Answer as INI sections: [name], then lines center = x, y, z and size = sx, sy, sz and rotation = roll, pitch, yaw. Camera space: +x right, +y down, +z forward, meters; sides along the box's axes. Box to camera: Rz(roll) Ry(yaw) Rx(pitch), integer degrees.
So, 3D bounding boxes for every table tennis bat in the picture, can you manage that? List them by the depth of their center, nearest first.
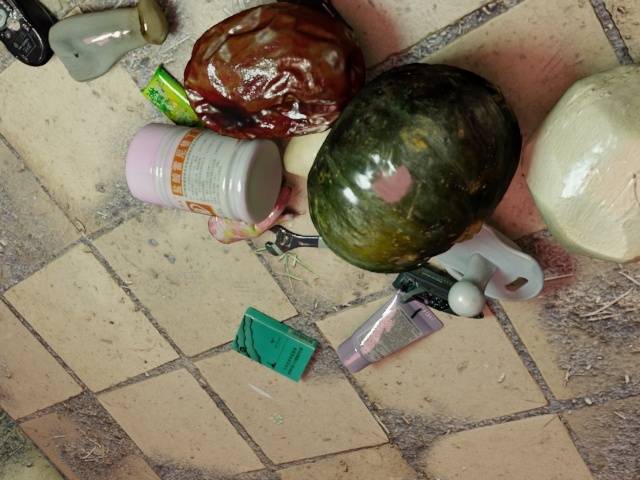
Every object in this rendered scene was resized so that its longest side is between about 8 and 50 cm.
[table tennis bat]
center = -0.017, -0.519, 1.405
size = 0.150, 0.027, 0.236
rotation = -34, 102, 34

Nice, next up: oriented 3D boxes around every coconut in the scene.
[coconut]
center = 0.550, -0.126, 1.248
size = 0.346, 0.346, 0.360
rotation = 34, 121, -2

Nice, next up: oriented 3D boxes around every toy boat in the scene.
[toy boat]
center = 0.292, 0.137, 1.661
size = 0.246, 0.103, 0.093
rotation = 26, 151, -2

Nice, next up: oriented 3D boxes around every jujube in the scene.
[jujube]
center = -0.096, -0.343, 1.398
size = 0.377, 0.276, 0.276
rotation = -9, 118, 27

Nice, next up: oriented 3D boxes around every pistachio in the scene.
[pistachio]
center = 0.008, -0.216, 1.539
size = 0.201, 0.117, 0.145
rotation = -24, 72, 39

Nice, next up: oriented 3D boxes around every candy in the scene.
[candy]
center = -0.352, -0.335, 1.645
size = 0.178, 0.032, 0.102
rotation = 43, 125, -10

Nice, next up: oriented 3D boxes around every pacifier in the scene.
[pacifier]
center = 0.348, 0.080, 1.529
size = 0.287, 0.225, 0.238
rotation = 39, 145, -5

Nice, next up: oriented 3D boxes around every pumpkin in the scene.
[pumpkin]
center = 0.184, -0.135, 1.324
size = 0.344, 0.454, 0.454
rotation = 41, 128, 13

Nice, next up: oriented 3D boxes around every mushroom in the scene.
[mushroom]
center = -0.485, -0.471, 1.573
size = 0.329, 0.122, 0.159
rotation = -8, 154, 26

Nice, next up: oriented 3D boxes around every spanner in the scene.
[spanner]
center = 0.000, 0.000, 1.732
size = 0.316, 0.024, 0.087
rotation = 1, 116, 21

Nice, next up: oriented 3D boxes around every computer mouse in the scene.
[computer mouse]
center = -0.731, -0.531, 1.628
size = 0.137, 0.096, 0.233
rotation = -25, 114, 37

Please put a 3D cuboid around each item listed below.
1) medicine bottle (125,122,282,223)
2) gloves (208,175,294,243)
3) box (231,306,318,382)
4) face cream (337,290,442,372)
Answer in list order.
[medicine bottle]
center = -0.270, -0.160, 1.577
size = 0.316, 0.202, 0.202
rotation = 11, 124, 20
[gloves]
center = -0.168, -0.071, 1.693
size = 0.241, 0.126, 0.145
rotation = -26, 104, 40
[box]
center = -0.136, 0.305, 1.966
size = 0.227, 0.042, 0.160
rotation = 26, 126, 3
[face cream]
center = 0.171, 0.246, 1.792
size = 0.274, 0.096, 0.154
rotation = -38, 100, 22
